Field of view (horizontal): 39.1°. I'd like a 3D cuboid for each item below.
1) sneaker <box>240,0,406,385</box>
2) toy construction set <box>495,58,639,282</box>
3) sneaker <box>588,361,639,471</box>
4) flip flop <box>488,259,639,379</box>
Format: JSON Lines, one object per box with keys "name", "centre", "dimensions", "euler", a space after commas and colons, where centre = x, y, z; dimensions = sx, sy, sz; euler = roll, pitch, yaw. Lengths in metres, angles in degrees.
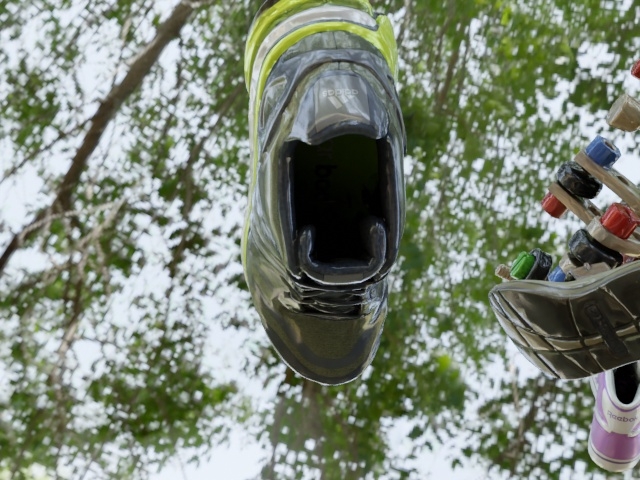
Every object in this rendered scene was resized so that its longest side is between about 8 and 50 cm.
{"name": "sneaker", "centre": [0.000, 0.000, 0.564], "dimensions": [0.111, 0.121, 0.300], "euler": [-6, -47, -1]}
{"name": "toy construction set", "centre": [0.400, -0.021, 1.042], "dimensions": [0.237, 0.309, 0.257], "euler": [28, 4, -4]}
{"name": "sneaker", "centre": [0.462, 0.192, 1.348], "dimensions": [0.102, 0.282, 0.161], "euler": [5, -58, 14]}
{"name": "flip flop", "centre": [0.270, 0.061, 0.854], "dimensions": [0.112, 0.080, 0.277], "euler": [58, -33, -4]}
